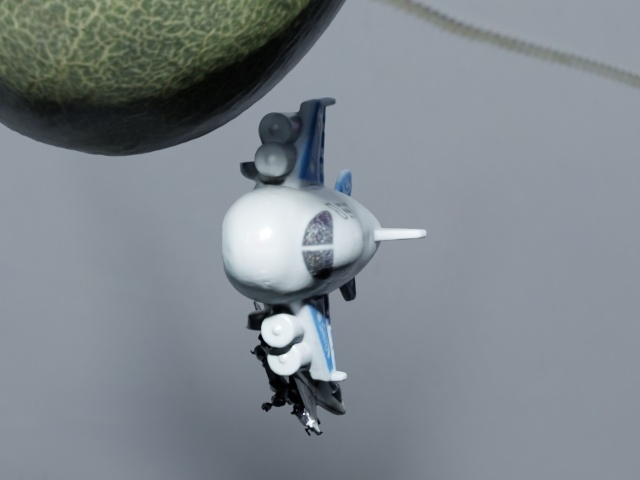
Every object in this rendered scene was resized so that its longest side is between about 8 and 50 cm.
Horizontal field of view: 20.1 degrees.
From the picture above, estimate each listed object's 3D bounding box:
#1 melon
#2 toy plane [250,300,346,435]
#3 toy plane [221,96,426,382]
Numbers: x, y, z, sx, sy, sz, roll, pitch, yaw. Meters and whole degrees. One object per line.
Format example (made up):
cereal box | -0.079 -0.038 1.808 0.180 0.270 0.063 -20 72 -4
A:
melon | -0.083 -0.191 0.951 0.237 0.237 0.301 33 110 -9
toy plane | -0.025 0.136 1.783 0.082 0.160 0.234 -21 149 -3
toy plane | -0.005 0.000 1.670 0.122 0.267 0.267 -2 109 26
